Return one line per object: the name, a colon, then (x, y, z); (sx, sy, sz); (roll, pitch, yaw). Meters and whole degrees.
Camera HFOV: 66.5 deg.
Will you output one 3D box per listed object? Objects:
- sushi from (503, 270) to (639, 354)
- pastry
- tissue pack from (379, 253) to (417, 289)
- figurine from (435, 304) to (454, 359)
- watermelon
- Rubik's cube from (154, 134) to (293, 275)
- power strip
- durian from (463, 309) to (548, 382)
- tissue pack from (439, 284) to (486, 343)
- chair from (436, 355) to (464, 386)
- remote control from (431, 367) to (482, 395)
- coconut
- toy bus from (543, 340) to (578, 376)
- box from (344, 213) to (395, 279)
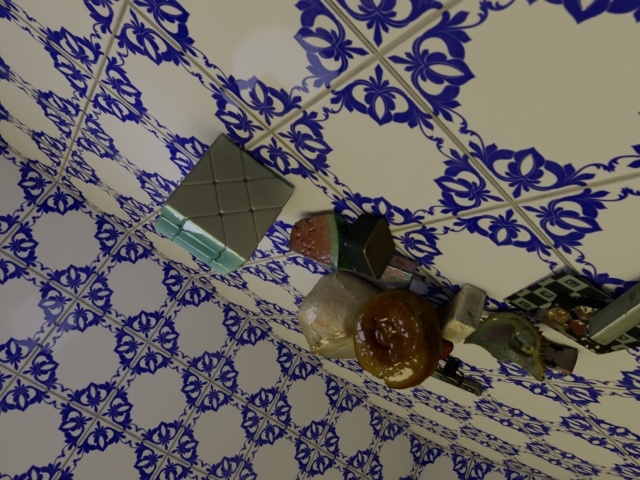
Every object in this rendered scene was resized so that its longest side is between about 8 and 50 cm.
sushi: (0.766, 0.251, 1.443); (0.359, 0.064, 0.343); (30, 158, 3)
pastry: (0.273, 0.343, 1.729); (0.356, 0.356, 0.164); (9, 179, 37)
tissue pack: (0.275, 0.111, 1.735); (0.115, 0.065, 0.155); (21, 153, 12)
figurine: (0.364, 0.362, 1.888); (0.261, 0.211, 0.270); (19, 134, 30)
watermelon: (0.000, 0.000, 1.736); (0.256, 0.193, 0.139); (4, 176, 37)
Rubik's cube: (-0.336, -0.107, 1.679); (0.322, 0.319, 0.316); (36, 155, -12)
power strip: (0.775, 0.174, 1.226); (0.052, 0.078, 0.272); (26, 137, 2)
durian: (0.630, 0.337, 1.597); (0.306, 0.166, 0.172); (38, 135, 54)
tissue pack: (0.485, 0.256, 1.684); (0.092, 0.148, 0.196); (23, 154, 4)
chair: (0.623, 0.613, 2.291); (0.212, 0.084, 0.101); (36, 158, -13)
remote control: (0.671, 0.708, 2.468); (0.285, 0.038, 0.123); (14, 152, 30)
coconut: (0.083, 0.320, 1.987); (0.346, 0.360, 0.346); (25, 157, 12)
toy bus: (0.748, 0.389, 1.725); (0.274, 0.090, 0.112); (19, 162, 25)
box: (0.161, 0.020, 1.595); (0.090, 0.144, 0.201); (18, 154, 31)
